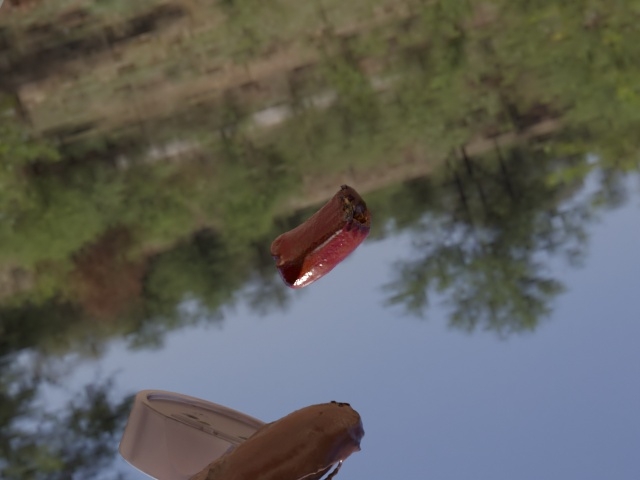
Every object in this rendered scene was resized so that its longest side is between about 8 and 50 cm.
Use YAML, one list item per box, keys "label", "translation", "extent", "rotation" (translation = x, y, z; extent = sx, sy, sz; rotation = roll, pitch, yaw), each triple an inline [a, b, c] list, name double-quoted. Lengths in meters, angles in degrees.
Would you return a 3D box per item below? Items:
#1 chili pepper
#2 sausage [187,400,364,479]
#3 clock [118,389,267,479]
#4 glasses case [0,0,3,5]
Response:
- label: "chili pepper"
  translation: [0.000, 0.000, 1.684]
  extent: [0.123, 0.073, 0.070]
  rotation: [-38, 153, 25]
- label: "sausage"
  translation: [-0.096, 0.250, 1.396]
  extent: [0.327, 0.079, 0.087]
  rotation: [-35, -161, -23]
- label: "clock"
  translation: [-0.117, 0.228, 1.653]
  extent: [0.197, 0.068, 0.197]
  rotation: [19, -177, -1]
- label: "glasses case"
  translation: [-0.208, -0.049, 0.597]
  extent: [0.125, 0.076, 0.327]
  rotation: [-46, -168, 34]
